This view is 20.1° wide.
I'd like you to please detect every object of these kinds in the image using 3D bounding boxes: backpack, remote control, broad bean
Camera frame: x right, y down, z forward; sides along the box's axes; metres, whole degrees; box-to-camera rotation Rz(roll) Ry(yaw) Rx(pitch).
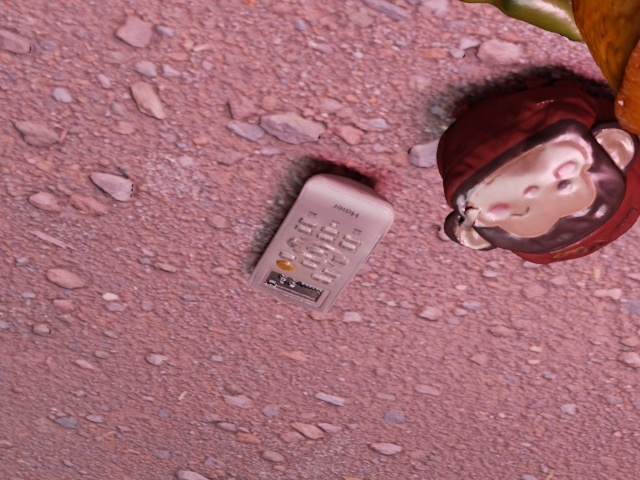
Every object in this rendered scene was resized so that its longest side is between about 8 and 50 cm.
[{"bbox_3d":[0.239,-0.066,1.888,0.229,0.139,0.229,-3,137,-3],"label":"backpack"},{"bbox_3d":[0.000,0.000,2.160,0.109,0.055,0.313,21,154,-7],"label":"remote control"},{"bbox_3d":[0.180,-0.235,1.691,0.214,0.048,0.070,25,149,-18],"label":"broad bean"}]

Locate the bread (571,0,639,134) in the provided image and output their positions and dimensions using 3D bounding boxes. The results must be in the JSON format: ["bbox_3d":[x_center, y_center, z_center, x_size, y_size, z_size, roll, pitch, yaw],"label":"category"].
[{"bbox_3d":[0.344,-0.209,1.467,0.312,0.172,0.312,-28,155,-14],"label":"bread"}]
